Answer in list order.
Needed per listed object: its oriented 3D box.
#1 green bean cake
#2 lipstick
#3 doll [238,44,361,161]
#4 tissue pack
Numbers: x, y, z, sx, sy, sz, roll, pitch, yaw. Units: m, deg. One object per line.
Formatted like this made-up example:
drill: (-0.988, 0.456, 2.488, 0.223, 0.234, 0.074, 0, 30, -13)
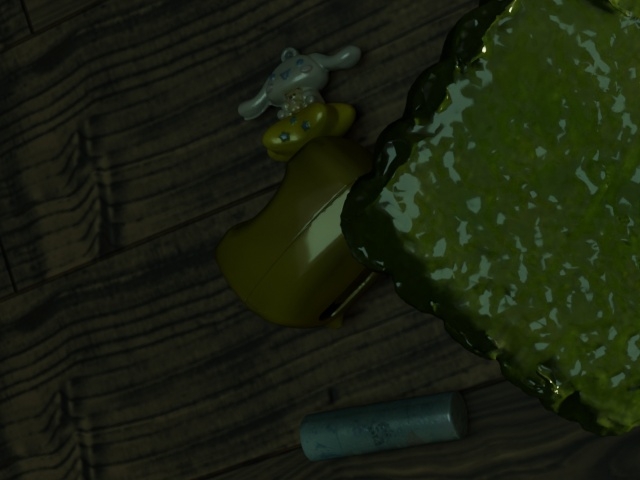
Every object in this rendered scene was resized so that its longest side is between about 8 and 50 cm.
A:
green bean cake: (0.216, -0.041, 1.300, 0.335, 0.218, 0.319, 38, 94, -1)
lipstick: (0.060, 0.177, 1.491, 0.158, 0.048, 0.048, -12, 88, 24)
doll: (-0.010, -0.138, 1.506, 0.135, 0.071, 0.113, -47, 56, 13)
tissue pack: (0.000, 0.000, 1.467, 0.127, 0.123, 0.178, 48, 109, 19)
